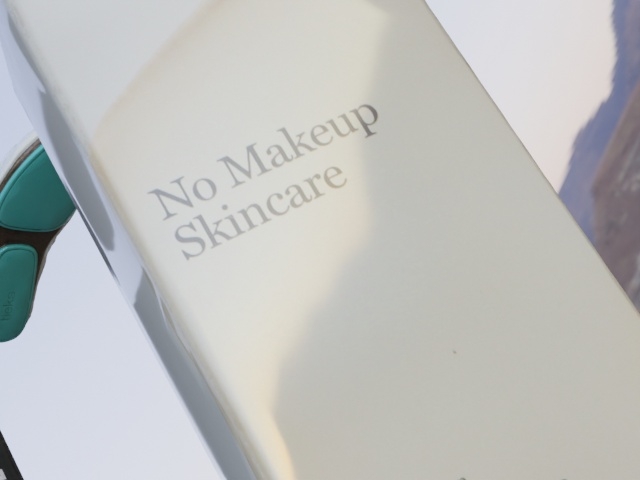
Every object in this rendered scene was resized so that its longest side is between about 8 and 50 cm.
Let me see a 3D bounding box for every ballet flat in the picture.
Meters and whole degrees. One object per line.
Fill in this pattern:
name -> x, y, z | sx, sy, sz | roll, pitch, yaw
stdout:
ballet flat -> -0.440, -0.035, 1.846 | 0.400, 0.139, 0.139 | -64, -10, 26

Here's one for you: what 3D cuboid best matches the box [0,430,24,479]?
box -> -0.455, 0.333, 1.455 | 0.257, 0.322, 0.079 | -8, -31, -48

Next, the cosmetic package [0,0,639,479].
cosmetic package -> 0.000, 0.000, 0.526 | 0.160, 0.309, 0.113 | -27, -18, -16
